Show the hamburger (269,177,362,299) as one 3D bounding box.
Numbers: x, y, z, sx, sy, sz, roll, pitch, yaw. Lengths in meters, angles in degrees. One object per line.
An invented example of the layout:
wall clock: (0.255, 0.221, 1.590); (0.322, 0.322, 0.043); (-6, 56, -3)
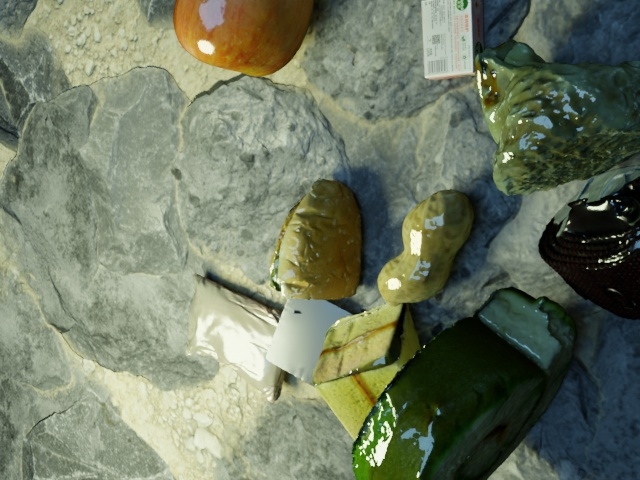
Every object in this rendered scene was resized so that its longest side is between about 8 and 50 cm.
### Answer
hamburger: (0.000, 0.000, 1.432); (0.135, 0.155, 0.208); (20, 100, 29)

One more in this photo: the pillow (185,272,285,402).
pillow: (-0.169, 0.186, 1.623); (0.270, 0.067, 0.173); (20, 101, 33)

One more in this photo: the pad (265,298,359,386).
pad: (0.034, 0.204, 1.481); (0.265, 0.009, 0.159); (27, 106, 21)

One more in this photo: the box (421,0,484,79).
box: (0.207, -0.318, 1.297); (0.089, 0.043, 0.125); (2, 97, 37)

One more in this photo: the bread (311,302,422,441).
bread: (0.123, 0.258, 1.418); (0.167, 0.163, 0.264); (-21, 116, 24)

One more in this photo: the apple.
apple: (-0.132, -0.412, 1.419); (0.242, 0.242, 0.241); (26, 104, 31)

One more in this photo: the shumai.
shumai: (0.330, -0.198, 1.124); (0.260, 0.225, 0.222); (-19, 71, 30)

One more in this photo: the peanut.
peanut: (0.168, 0.018, 1.336); (0.103, 0.098, 0.229); (-107, 39, -61)

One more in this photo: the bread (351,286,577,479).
bread: (0.210, 0.236, 1.161); (0.129, 0.366, 0.382); (38, 100, 29)

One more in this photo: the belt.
belt: (0.394, -0.007, 1.057); (0.164, 0.289, 0.184); (37, 81, -10)
